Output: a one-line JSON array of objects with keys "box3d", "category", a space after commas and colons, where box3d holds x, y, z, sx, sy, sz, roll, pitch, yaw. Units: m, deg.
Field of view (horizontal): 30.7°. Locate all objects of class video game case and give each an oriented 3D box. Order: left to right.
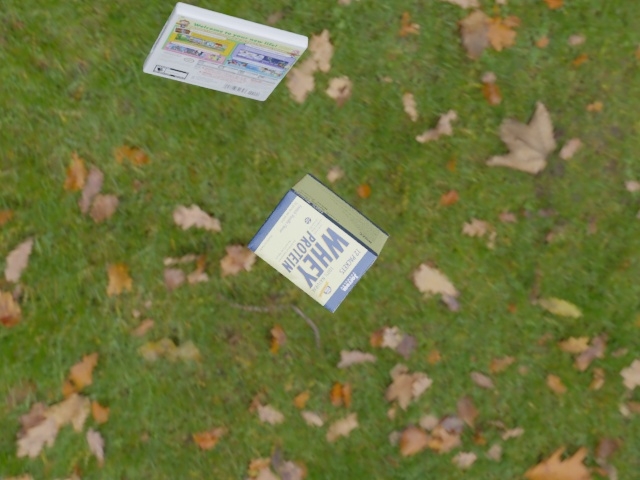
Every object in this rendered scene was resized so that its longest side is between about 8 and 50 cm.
[{"box3d": [-0.153, -0.294, 1.842, 0.212, 0.193, 0.023, 12, 66, -20], "category": "video game case"}]

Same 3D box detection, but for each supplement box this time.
[{"box3d": [0.000, 0.000, 0.893, 0.083, 0.083, 0.056, 37, 105, 0], "category": "supplement box"}]
